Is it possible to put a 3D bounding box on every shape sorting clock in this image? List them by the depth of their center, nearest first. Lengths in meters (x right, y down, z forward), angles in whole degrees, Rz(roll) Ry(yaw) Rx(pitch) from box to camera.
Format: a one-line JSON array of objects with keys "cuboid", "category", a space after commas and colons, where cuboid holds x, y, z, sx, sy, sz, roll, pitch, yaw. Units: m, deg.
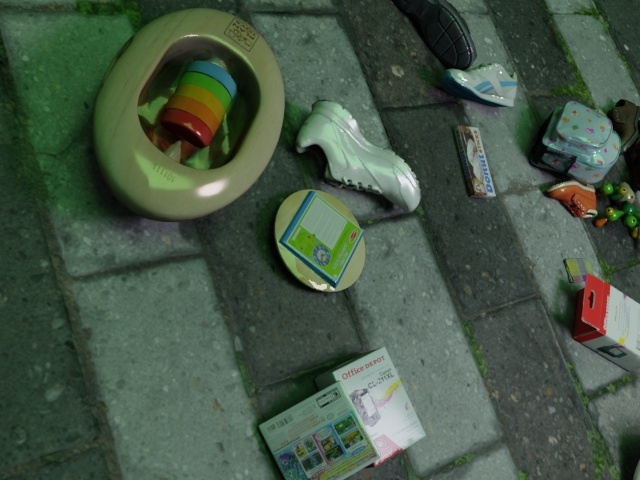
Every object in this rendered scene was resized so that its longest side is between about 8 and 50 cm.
[{"cuboid": [0.000, 0.000, 1.328, 0.206, 0.040, 0.206, 15, 60, -26], "category": "shape sorting clock"}]

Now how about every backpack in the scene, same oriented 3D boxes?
[{"cuboid": [0.637, -0.236, 1.709, 0.188, 0.144, 0.166, 29, 55, 2], "category": "backpack"}]

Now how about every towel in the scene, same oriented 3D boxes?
[{"cuboid": [0.620, 0.071, 1.674, 0.083, 0.009, 0.060, -3, 70, -31], "category": "towel"}]

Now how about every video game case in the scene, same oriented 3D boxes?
[{"cuboid": [-0.001, 0.332, 1.154, 0.157, 0.019, 0.143, -28, 83, -7], "category": "video game case"}]

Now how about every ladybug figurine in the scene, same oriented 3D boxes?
[{"cuboid": [-0.227, -0.215, 1.214, 0.305, 0.162, 0.450, 34, 57, -15], "category": "ladybug figurine"}]

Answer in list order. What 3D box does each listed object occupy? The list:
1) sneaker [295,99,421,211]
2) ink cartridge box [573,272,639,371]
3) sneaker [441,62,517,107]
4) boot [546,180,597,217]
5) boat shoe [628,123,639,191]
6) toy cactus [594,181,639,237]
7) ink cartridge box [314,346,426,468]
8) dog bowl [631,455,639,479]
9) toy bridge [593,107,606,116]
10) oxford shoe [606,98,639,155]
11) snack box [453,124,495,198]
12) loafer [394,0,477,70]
[{"cuboid": [0.073, -0.147, 1.412, 0.297, 0.111, 0.129, 38, 71, -6], "category": "sneaker"}, {"cuboid": [0.665, 0.188, 1.607, 0.231, 0.078, 0.134, 30, 57, -16], "category": "ink cartridge box"}, {"cuboid": [0.378, -0.381, 1.665, 0.228, 0.087, 0.092, 6, 97, -36], "category": "sneaker"}, {"cuboid": [0.626, -0.099, 1.723, 0.157, 0.059, 0.085, 6, 72, -29], "category": "boot"}, {"cuboid": [0.889, -0.241, 1.912, 0.104, 0.111, 0.307, 37, 46, -7], "category": "boat shoe"}, {"cuboid": [0.781, -0.080, 1.793, 0.219, 0.112, 0.181, 34, 38, -11], "category": "toy cactus"}, {"cuboid": [0.086, 0.294, 1.233, 0.127, 0.072, 0.175, -20, 81, -34], "category": "ink cartridge box"}, {"cuboid": [0.852, 0.542, 1.391, 0.150, 0.407, 0.408, 14, 61, -45], "category": "dog bowl"}, {"cuboid": [0.708, -0.315, 1.879, 0.063, 0.026, 0.188, 50, 54, -1], "category": "toy bridge"}, {"cuboid": [0.817, -0.309, 1.915, 0.096, 0.083, 0.227, 34, 49, -2], "category": "oxford shoe"}, {"cuboid": [0.358, -0.182, 1.623, 0.064, 0.022, 0.178, 2, 69, -31], "category": "snack box"}, {"cuboid": [0.284, -0.551, 1.691, 0.302, 0.109, 0.095, 50, 50, 1], "category": "loafer"}]
